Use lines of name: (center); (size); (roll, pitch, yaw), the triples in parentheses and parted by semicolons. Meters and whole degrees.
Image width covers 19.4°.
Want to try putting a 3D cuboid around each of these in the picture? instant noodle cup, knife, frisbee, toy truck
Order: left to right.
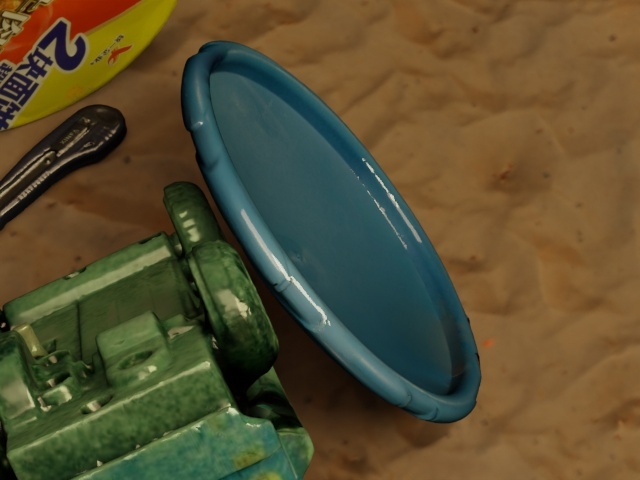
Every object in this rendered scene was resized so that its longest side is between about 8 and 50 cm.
instant noodle cup: (-0.203, -0.188, 1.057); (0.213, 0.213, 0.174); (-25, 65, -13)
knife: (-0.163, -0.038, 1.093); (0.031, 0.018, 0.121); (42, 73, 13)
toy truck: (-0.091, 0.081, 0.918); (0.155, 0.279, 0.156); (-24, 104, -3)
frisbee: (0.000, 0.000, 0.996); (0.045, 0.242, 0.242); (-37, 73, 17)
